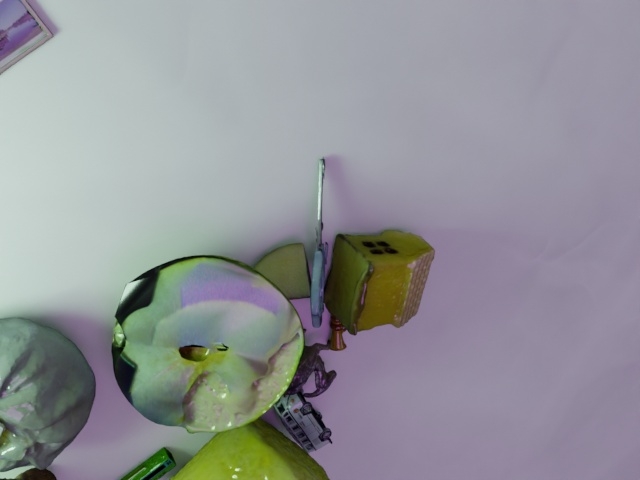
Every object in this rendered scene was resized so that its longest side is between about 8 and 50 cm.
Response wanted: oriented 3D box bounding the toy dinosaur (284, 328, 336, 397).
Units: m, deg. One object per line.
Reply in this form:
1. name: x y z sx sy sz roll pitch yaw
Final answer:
1. toy dinosaur: -0.070 0.284 1.797 0.294 0.077 0.162 8 89 -30

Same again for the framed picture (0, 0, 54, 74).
1. framed picture: -0.528 -0.334 1.272 0.149 0.011 0.109 -38 128 -5

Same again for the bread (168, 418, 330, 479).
1. bread: -0.154 0.594 1.790 0.308 0.348 0.348 -46 128 -4

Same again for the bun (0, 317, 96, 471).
1. bun: -0.593 0.312 1.481 0.354 0.194 0.355 -12 122 -20

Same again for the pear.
1. pear: -0.229 0.188 1.598 0.398 0.165 0.399 -1 111 -3

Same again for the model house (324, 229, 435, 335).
1. model house: 0.151 0.093 1.773 0.234 0.175 0.194 -1 116 -24

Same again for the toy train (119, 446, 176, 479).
1. toy train: -0.432 0.558 1.799 0.209 0.044 0.042 -37 128 -6

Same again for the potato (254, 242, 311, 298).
1. potato: -0.096 0.072 1.712 0.149 0.081 0.120 -5 85 0

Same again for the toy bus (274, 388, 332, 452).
1. toy bus: -0.047 0.436 1.915 0.089 0.087 0.194 -32 126 -4

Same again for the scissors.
1. scissors: 0.002 0.000 1.682 0.029 0.191 0.361 4 102 4

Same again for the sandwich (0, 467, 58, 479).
1. sandwich: -0.669 0.571 1.553 0.254 0.100 0.288 -41 171 -5

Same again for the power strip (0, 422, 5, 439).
1. power strip: -0.598 0.328 1.363 0.090 0.016 0.040 25 98 -25

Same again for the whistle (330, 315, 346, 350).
1. whistle: 0.050 0.207 1.867 0.057 0.046 0.109 1 111 -13
